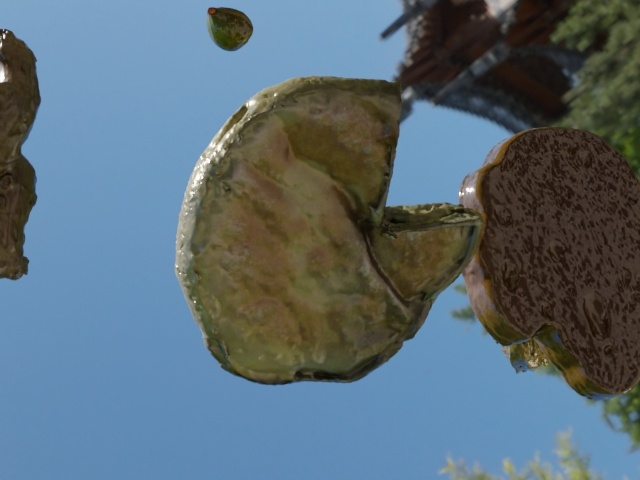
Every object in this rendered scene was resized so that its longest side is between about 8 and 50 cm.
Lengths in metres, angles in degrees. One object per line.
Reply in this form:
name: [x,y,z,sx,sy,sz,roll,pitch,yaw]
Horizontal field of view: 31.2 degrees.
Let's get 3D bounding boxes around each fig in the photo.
fig: [-0.158,-0.362,1.940,0.088,0.074,0.074,36,-146,-39]

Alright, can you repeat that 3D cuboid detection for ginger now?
ginger: [-0.355,-0.098,1.315,0.122,0.084,0.290,1,-87,-68]

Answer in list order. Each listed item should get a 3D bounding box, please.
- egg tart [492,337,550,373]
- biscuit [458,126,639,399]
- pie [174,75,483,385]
egg tart: [0.329,0.080,1.901,0.291,0.107,0.291,0,-90,-65]
biscuit: [0.338,0.027,1.552,0.359,0.074,0.381,1,-105,-28]
pie: [0.000,0.000,1.146,0.337,0.337,0.075,33,-171,-27]
